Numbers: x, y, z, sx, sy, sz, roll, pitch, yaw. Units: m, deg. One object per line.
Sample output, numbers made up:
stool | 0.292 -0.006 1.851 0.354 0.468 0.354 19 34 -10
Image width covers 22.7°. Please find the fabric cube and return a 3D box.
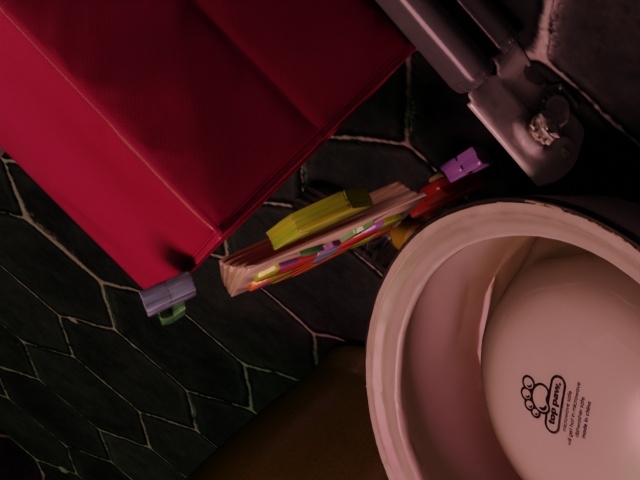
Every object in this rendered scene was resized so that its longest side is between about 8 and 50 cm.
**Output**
fabric cube | -0.121 -0.142 1.375 0.258 0.259 0.254 45 156 -1

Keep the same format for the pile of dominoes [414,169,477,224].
pile of dominoes | 0.166 0.045 1.608 0.196 0.040 0.251 33 154 9

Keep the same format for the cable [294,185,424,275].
cable | 0.082 0.005 1.618 0.139 0.072 0.287 39 179 -32

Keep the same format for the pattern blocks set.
pattern blocks set | 0.000 0.000 1.376 0.285 0.325 0.026 47 -161 -83

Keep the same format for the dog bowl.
dog bowl | 0.236 0.142 1.375 0.408 0.150 0.407 19 118 40

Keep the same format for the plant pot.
plant pot | 0.012 0.329 1.923 0.366 0.353 0.366 29 153 17

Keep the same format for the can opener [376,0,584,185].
can opener | 0.114 -0.153 1.297 0.280 0.074 0.093 48 154 -21

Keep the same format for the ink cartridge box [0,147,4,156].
ink cartridge box | -0.442 -0.171 1.761 0.151 0.270 0.395 31 155 1
